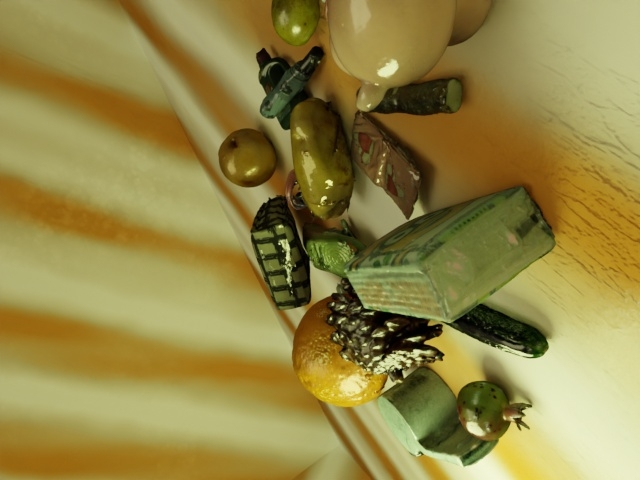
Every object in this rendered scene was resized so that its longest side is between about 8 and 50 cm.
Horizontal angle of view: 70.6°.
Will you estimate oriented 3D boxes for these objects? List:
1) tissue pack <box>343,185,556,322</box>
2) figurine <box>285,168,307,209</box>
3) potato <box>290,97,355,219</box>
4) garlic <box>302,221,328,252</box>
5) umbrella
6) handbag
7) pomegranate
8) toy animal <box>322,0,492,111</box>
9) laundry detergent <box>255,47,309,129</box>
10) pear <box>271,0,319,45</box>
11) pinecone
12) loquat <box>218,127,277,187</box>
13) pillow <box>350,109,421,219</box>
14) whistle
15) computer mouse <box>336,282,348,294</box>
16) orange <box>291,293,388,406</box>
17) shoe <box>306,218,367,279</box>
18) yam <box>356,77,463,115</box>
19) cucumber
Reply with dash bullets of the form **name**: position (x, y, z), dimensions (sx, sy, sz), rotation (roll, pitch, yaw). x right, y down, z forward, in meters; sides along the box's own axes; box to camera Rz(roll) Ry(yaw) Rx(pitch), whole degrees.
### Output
- **tissue pack**: position (0.201, 0.028, 0.794), dimensions (0.128, 0.227, 0.311), rotation (61, 162, -3)
- **figurine**: position (-0.031, -0.164, 1.339), dimensions (0.126, 0.114, 0.157), rotation (37, 142, -29)
- **potato**: position (0.006, -0.188, 1.094), dimensions (0.173, 0.140, 0.301), rotation (-74, -25, -61)
- **garlic**: position (-0.002, 0.010, 1.522), dimensions (0.195, 0.086, 0.102), rotation (35, 135, 58)
- **umbrella**: position (-0.073, -0.377, 1.091), dimensions (0.250, 0.052, 0.053), rotation (-33, 50, 48)
- **handbag**: position (-0.131, 0.027, 1.621), dimensions (0.327, 0.162, 0.326), rotation (-88, -16, -63)
- **pomegranate**: position (0.384, 0.383, 1.007), dimensions (0.159, 0.129, 0.130), rotation (13, 134, 31)
- **toy animal**: position (0.113, -0.305, 0.569), dimensions (0.230, 0.220, 0.210), rotation (-99, -2, -46)
- **laundry detergent**: position (-0.106, -0.416, 1.199), dimensions (0.222, 0.078, 0.144), rotation (64, 152, 0)
- **pear**: position (-0.053, -0.470, 0.937), dimensions (0.107, 0.107, 0.131), rotation (54, 164, 21)
- **pinecone**: position (0.156, 0.203, 1.129), dimensions (0.296, 0.242, 0.298), rotation (60, 141, 11)
- **loquat**: position (-0.255, -0.286, 1.585), dimensions (0.208, 0.208, 0.208), rotation (51, 159, 29)
- **pillow**: position (0.137, -0.168, 0.961), dimensions (0.248, 0.049, 0.135), rotation (54, 159, 33)
- **whistle**: position (0.319, 0.511, 1.261), dimensions (0.404, 0.168, 0.188), rotation (27, 141, 59)
- **computer mouse**: position (0.087, 0.202, 1.640), dimensions (0.056, 0.032, 0.110), rotation (-20, 89, 70)
- **orange**: position (0.062, 0.335, 1.399), dimensions (0.340, 0.293, 0.341), rotation (-8, -90, -71)
- **shoe**: position (0.057, 0.023, 1.316), dimensions (0.262, 0.128, 0.140), rotation (2, 128, 52)
- **yam**: position (0.150, -0.251, 0.796), dimensions (0.252, 0.061, 0.061), rotation (28, 142, 58)
- **cucumber**: position (0.333, 0.170, 0.894), dimensions (0.241, 0.074, 0.075), rotation (24, 139, 59)
